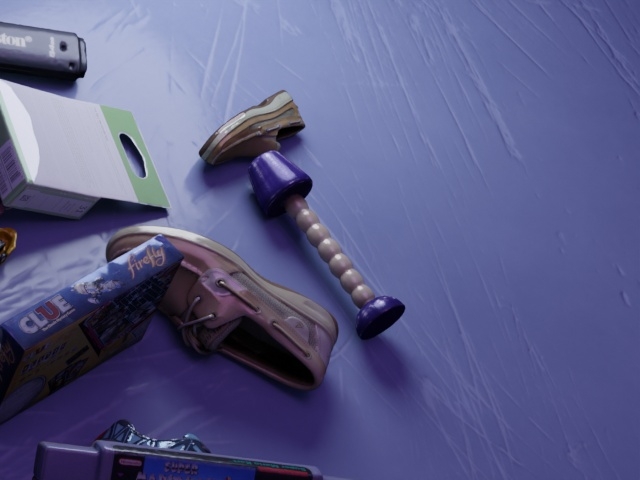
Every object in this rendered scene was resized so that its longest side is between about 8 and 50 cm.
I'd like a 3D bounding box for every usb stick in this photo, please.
[{"bbox_3d":[-0.437,-0.253,2.230,0.278,0.045,0.077,7,49,-24],"label":"usb stick"}]

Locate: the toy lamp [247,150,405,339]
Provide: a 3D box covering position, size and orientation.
[{"bbox_3d":[0.000,0.000,2.223,0.080,0.080,0.274,-20,63,-38],"label":"toy lamp"}]

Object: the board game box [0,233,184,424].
[{"bbox_3d":[-0.271,0.101,1.931,0.042,0.165,0.243,46,46,14],"label":"board game box"}]

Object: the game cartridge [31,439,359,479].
[{"bbox_3d":[-0.133,0.333,1.794,0.355,0.068,0.230,9,92,-21],"label":"game cartridge"}]

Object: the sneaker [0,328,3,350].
[{"bbox_3d":[-0.446,0.113,1.825,0.258,0.094,0.091,9,55,19],"label":"sneaker"}]

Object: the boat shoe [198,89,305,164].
[{"bbox_3d":[-0.082,-0.138,2.310,0.072,0.068,0.190,51,47,3],"label":"boat shoe"}]

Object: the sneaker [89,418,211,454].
[{"bbox_3d":[-0.128,0.265,1.911,0.262,0.104,0.125,21,43,-12],"label":"sneaker"}]

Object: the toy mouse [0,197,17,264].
[{"bbox_3d":[-0.422,-0.023,2.052,0.143,0.031,0.161,34,45,2],"label":"toy mouse"}]

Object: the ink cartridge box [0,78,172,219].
[{"bbox_3d":[-0.311,-0.106,2.168,0.235,0.056,0.171,13,44,-48],"label":"ink cartridge box"}]

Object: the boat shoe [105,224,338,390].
[{"bbox_3d":[-0.122,0.083,2.071,0.302,0.109,0.098,28,43,-11],"label":"boat shoe"}]
